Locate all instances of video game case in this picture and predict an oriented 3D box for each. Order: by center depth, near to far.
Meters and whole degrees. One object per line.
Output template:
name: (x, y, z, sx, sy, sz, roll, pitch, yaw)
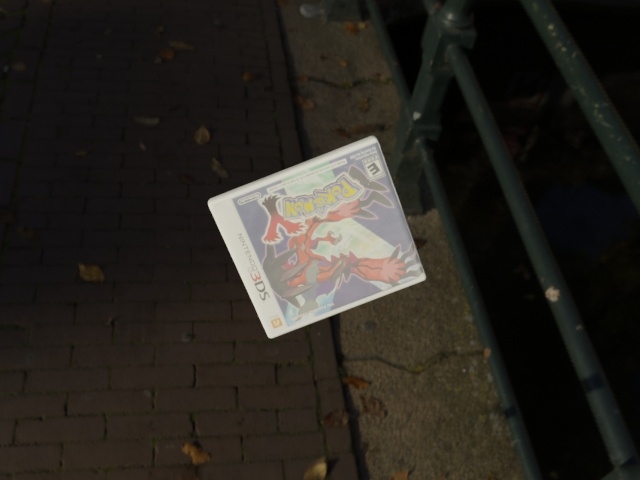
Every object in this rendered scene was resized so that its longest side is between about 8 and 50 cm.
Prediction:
video game case: (0.000, 0.000, 0.838, 0.201, 0.183, 0.023, -21, 20, 2)
